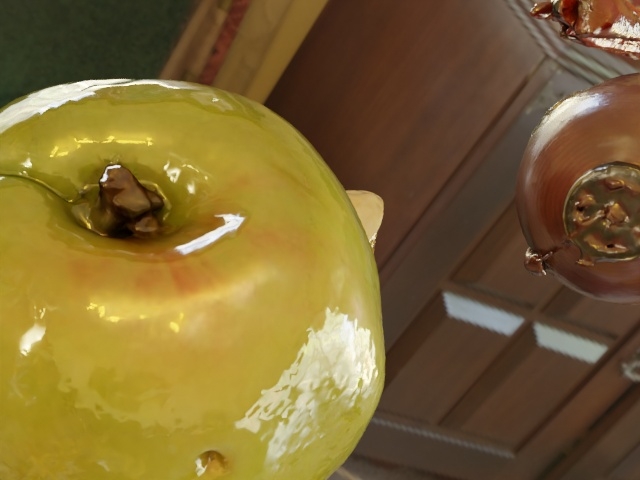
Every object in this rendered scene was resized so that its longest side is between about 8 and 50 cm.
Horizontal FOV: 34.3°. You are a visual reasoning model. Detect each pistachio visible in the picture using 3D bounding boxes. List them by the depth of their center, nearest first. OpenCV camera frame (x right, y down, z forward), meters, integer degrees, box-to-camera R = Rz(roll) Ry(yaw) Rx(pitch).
[{"bbox_3d":[0.000,0.000,1.572,0.230,0.157,0.157,-26,61,-31],"label":"pistachio"}]

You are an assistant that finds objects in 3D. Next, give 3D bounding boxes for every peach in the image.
[{"bbox_3d":[-0.111,0.047,0.634,0.314,0.315,0.281,23,66,22],"label":"peach"}]

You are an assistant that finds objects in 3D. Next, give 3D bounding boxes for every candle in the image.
[{"bbox_3d":[0.288,-0.209,1.003,0.084,0.059,0.302,27,19,30],"label":"candle"}]

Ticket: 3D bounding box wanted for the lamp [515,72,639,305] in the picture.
[{"bbox_3d":[0.245,-0.041,0.819,0.180,0.180,0.258,41,24,11],"label":"lamp"}]
